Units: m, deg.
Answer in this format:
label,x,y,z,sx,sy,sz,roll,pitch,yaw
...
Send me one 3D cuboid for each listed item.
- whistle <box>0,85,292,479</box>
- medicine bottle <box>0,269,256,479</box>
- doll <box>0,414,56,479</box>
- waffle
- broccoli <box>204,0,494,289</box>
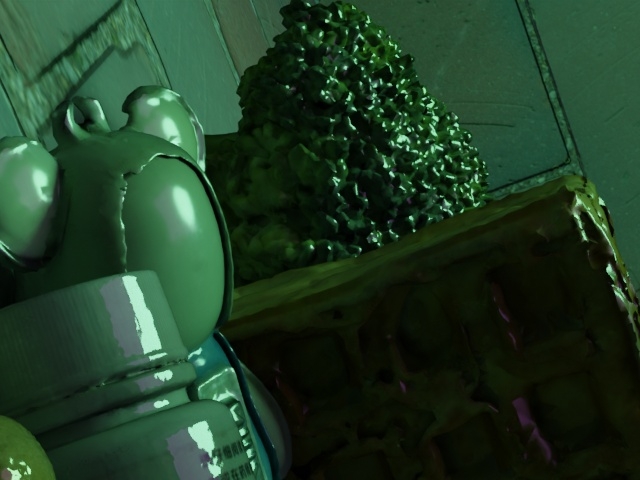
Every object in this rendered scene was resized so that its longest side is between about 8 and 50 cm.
label,x,y,z,sx,sy,sz,roll,pitch,yaw
whistle,-0.055,0.064,0.522,0.114,0.077,0.236,-32,110,-53
medicine bottle,-0.056,0.079,0.416,0.080,0.080,0.130,15,55,-82
doll,-0.094,0.037,0.357,0.061,0.051,0.093,37,32,-66
waffle,0.063,0.144,0.624,0.091,0.213,0.308,-67,138,-78
broccoli,0.003,0.002,0.759,0.176,0.198,0.226,37,-23,-4
